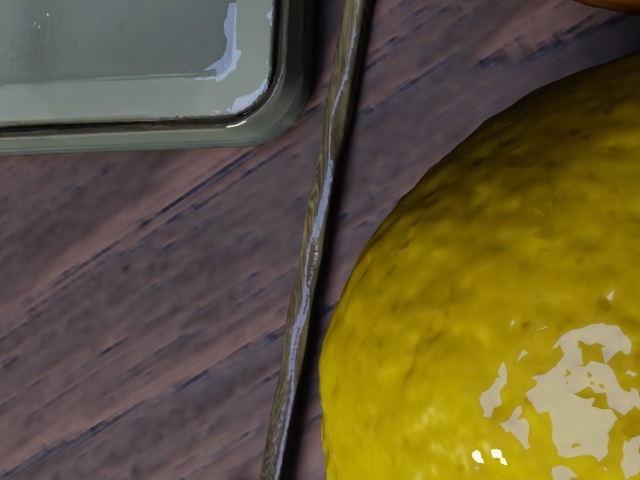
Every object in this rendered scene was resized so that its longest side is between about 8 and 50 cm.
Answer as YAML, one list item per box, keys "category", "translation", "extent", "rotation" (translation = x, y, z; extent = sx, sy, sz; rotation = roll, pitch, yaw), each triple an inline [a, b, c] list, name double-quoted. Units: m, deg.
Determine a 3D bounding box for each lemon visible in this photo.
- category: "lemon"
  translation: [0.113, 0.043, 0.450]
  extent: [0.260, 0.204, 0.204]
  rotation: [-31, 68, -16]

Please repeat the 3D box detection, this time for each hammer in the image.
- category: "hammer"
  translation: [0.000, 0.000, 0.607]
  extent: [0.058, 0.029, 0.292]
  rotation: [8, 82, 22]

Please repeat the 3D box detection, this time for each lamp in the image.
- category: "lamp"
  translation: [-0.126, -0.172, 0.674]
  extent: [0.266, 0.047, 0.269]
  rotation: [0, 81, 23]

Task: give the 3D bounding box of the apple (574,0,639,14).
- category: "apple"
  translation: [0.120, -0.222, 0.488]
  extent: [0.277, 0.250, 0.309]
  rotation: [1, 60, 38]
